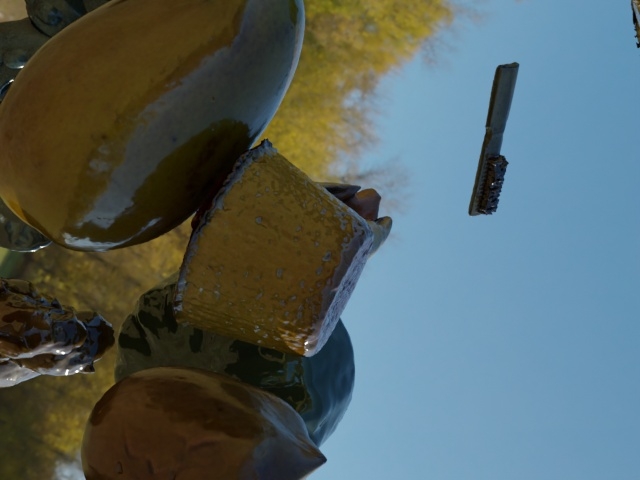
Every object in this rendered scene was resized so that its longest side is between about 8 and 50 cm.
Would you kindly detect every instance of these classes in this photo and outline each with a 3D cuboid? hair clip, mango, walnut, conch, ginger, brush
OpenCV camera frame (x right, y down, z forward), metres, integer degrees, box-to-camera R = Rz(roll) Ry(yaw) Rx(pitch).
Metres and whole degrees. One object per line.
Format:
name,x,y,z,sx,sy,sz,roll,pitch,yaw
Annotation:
hair clip,-0.270,-0.251,1.221,0.194,0.310,0.206,-65,172,-69
mango,-0.170,-0.147,0.984,0.378,0.221,0.264,-41,166,8
walnut,-0.136,0.244,1.067,0.298,0.203,0.203,-3,-132,24
conch,-0.008,0.006,1.268,0.127,0.158,0.255,-38,164,37
ginger,-0.437,0.120,1.287,0.357,0.274,0.152,65,16,-78
brush,0.262,-0.143,1.387,0.043,0.036,0.247,-23,132,-39

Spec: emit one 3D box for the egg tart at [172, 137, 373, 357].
egg tart,-0.048,0.015,0.970,0.215,0.171,0.215,-62,171,-18

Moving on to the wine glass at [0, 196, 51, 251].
wine glass,-0.564,-0.150,1.664,0.406,0.267,0.267,89,22,-66

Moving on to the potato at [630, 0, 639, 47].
potato,0.531,-0.330,1.250,0.229,0.229,0.266,-64,171,-7

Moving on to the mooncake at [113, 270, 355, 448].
mooncake,-0.135,0.201,1.409,0.356,0.356,0.194,-55,167,27
